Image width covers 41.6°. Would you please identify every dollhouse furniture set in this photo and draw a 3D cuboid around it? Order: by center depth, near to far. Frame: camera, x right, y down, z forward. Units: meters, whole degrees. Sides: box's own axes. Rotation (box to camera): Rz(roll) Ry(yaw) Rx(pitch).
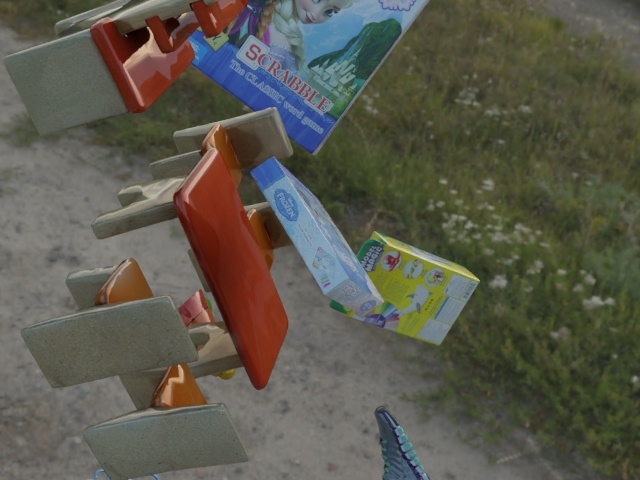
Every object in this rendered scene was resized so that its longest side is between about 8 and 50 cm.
[{"bbox_3d":[-0.074,-0.026,0.538,0.135,0.259,0.262,-12,27,18],"label":"dollhouse furniture set"}]

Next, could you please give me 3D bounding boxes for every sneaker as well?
[{"bbox_3d":[0.151,0.460,1.757,0.098,0.083,0.223,-28,74,-7],"label":"sneaker"}]

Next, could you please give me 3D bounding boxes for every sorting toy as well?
[{"bbox_3d":[-0.184,0.172,1.333,0.126,0.127,0.365,43,-11,2],"label":"sorting toy"}]

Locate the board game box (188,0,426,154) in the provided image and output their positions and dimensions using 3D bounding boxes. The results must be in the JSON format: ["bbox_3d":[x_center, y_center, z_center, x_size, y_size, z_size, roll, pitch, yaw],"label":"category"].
[{"bbox_3d":[-0.042,-0.345,1.236,0.319,0.318,0.066,36,6,-1],"label":"board game box"}]

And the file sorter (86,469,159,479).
[{"bbox_3d":[-0.372,0.473,1.465,0.118,0.170,0.104,33,32,-32],"label":"file sorter"}]

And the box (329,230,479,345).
[{"bbox_3d":[0.098,0.059,1.033,0.179,0.105,0.043,21,16,-34],"label":"box"}]

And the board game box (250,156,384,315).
[{"bbox_3d":[0.000,0.000,0.524,0.090,0.020,0.090,59,8,20],"label":"board game box"}]
